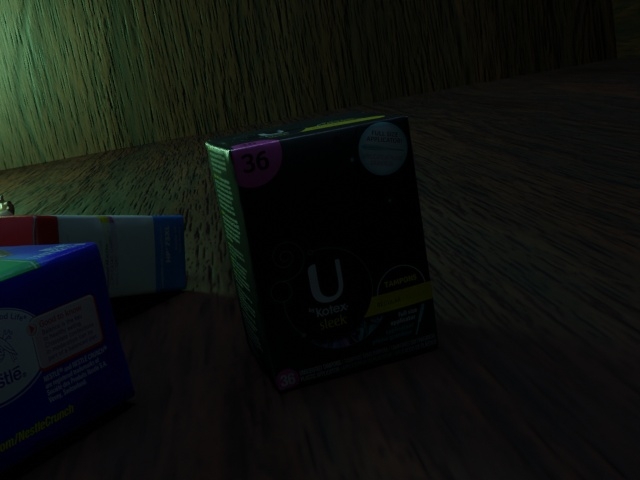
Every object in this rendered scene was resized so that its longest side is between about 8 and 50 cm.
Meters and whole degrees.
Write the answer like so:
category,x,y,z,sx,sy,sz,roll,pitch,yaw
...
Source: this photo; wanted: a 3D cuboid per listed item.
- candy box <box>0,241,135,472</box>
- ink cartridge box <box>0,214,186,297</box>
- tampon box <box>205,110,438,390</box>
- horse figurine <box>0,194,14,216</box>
category,x,y,z,sx,sy,sz,roll,pitch,yaw
candy box,-0.331,0.089,0.531,0.317,0.122,0.268,-3,13,33
ink cartridge box,-0.249,0.016,0.768,0.134,0.078,0.231,-2,0,32
tampon box,0.000,0.000,0.581,0.120,0.161,0.101,-14,13,-14
horse figurine,-0.494,-0.005,1.195,0.174,0.066,0.263,-25,16,-30
